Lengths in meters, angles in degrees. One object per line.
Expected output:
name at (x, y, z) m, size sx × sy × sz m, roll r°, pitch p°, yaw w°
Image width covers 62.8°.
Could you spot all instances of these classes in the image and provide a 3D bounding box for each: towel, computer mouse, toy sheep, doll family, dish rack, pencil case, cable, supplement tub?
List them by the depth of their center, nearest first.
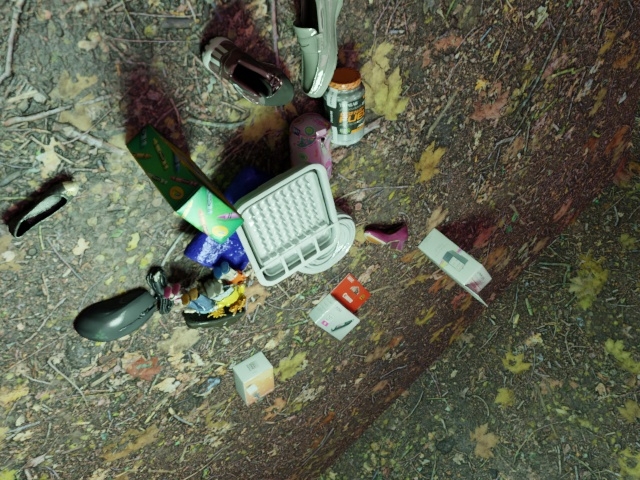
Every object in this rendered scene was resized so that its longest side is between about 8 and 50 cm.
dish rack at (-0.093, -0.050, 1.438) m, size 0.285 × 0.072 × 0.333 m, roll -32°, pitch 141°, yaw -14°
towel at (-0.208, -0.046, 1.448) m, size 0.308 × 0.076 × 0.227 m, roll -53°, pitch 148°, yaw 13°
computer mouse at (-0.534, 0.203, 1.454) m, size 0.272 × 0.072 × 0.189 m, roll -26°, pitch 141°, yaw -26°
supplement tub at (0.066, -0.372, 1.455) m, size 0.117 × 0.117 × 0.190 m, roll -30°, pitch 142°, yaw -22°
doll family at (-0.305, 0.168, 1.488) m, size 0.262 × 0.118 × 0.163 m, roll -21°, pitch 155°, yaw 14°
pencil case at (-0.024, -0.223, 1.510) m, size 0.124 × 0.124 × 0.284 m, roll -27°, pitch 142°, yaw -24°
toy sheep at (-0.329, 0.156, 1.609) m, size 0.132 × 0.091 × 0.091 m, roll -24°, pitch 142°, yaw -6°
cable at (0.000, 0.000, 1.783) m, size 0.257 × 0.089 × 0.257 m, roll -44°, pitch 146°, yaw -4°

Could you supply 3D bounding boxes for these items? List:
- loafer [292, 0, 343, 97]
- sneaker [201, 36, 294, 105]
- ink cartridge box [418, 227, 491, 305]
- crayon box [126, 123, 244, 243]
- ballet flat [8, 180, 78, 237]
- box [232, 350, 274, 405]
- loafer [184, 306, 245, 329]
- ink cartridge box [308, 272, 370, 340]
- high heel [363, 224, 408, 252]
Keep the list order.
loafer at (-0.018, -0.503, 1.257) m, size 0.111 × 0.112 × 0.320 m, roll -13°, pitch 126°, yaw -30°
sneaker at (-0.135, -0.358, 1.224) m, size 0.281 × 0.162 × 0.106 m, roll 13°, pitch 116°, yaw -50°
ink cartridge box at (0.614, 0.117, 2.292) m, size 0.119 × 0.353 × 0.207 m, roll -48°, pitch 145°, yaw 4°
crayon box at (-0.305, -0.129, 1.178) m, size 0.081 × 0.278 × 0.165 m, roll -45°, pitch 145°, yaw 0°
ballet flat at (-0.597, -0.066, 1.141) m, size 0.173 × 0.049 × 0.057 m, roll -41°, pitch 145°, yaw -7°
box at (-0.260, 0.541, 2.051) m, size 0.130 × 0.091 × 0.171 m, roll -26°, pitch 140°, yaw -25°
loafer at (-0.343, 0.260, 1.697) m, size 0.220 × 0.080 × 0.078 m, roll -2°, pitch 126°, yaw -45°
ink cartridge box at (0.101, 0.284, 2.193) m, size 0.239 × 0.060 × 0.275 m, roll -44°, pitch 145°, yaw 0°
high heel at (0.260, -0.036, 2.043) m, size 0.244 × 0.082 × 0.117 m, roll 20°, pitch 81°, yaw -39°
